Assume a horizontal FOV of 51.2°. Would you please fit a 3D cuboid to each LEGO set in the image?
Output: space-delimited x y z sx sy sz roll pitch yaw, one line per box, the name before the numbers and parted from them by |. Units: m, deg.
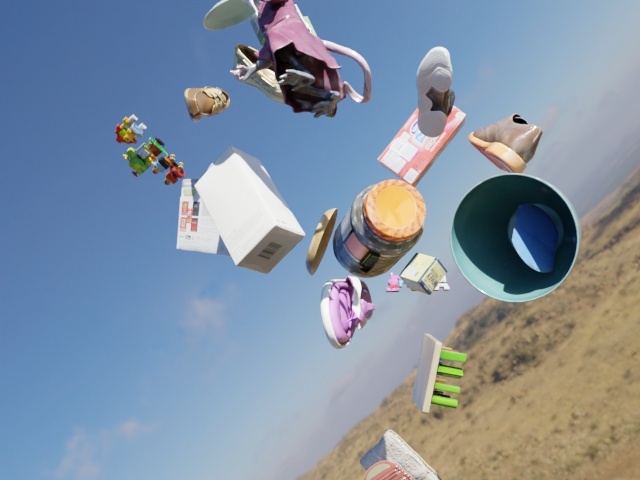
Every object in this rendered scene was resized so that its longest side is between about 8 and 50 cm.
LEGO set | 0.350 0.128 2.391 0.087 0.227 0.093 94 175 -70

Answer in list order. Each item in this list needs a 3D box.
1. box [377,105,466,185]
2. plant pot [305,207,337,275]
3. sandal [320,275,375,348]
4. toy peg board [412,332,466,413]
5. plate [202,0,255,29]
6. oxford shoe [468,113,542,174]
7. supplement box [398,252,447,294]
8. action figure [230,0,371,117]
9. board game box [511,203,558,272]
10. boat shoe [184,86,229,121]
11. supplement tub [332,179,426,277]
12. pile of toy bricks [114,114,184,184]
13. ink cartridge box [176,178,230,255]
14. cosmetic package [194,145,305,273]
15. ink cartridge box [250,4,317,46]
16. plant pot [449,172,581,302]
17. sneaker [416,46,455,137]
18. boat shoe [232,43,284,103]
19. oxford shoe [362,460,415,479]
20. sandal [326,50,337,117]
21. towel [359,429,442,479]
box | 0.350 -0.343 2.303 0.300 0.154 0.142 -53 -10 6
plant pot | 0.000 0.000 2.190 0.236 0.032 0.236 21 -90 -83
sandal | 0.093 0.167 1.783 0.102 0.169 0.416 -18 3 17
toy peg board | 0.276 0.311 1.551 0.160 0.079 0.161 111 171 -89
plate | -0.265 -0.683 1.979 0.188 0.024 0.188 -24 -2 -1
oxford shoe | 0.499 -0.266 1.783 0.132 0.130 0.363 -50 14 11
supplement box | 0.267 0.086 1.735 0.083 0.056 0.083 -51 32 -15
action figure | -0.069 -0.463 1.464 0.276 0.370 0.248 -14 -32 -12
board game box | 0.490 -0.003 1.557 0.033 0.133 0.168 -33 32 53
boat shoe | -0.406 -0.509 2.424 0.120 0.122 0.324 -14 16 8
supplement tub | 0.164 -0.031 1.871 0.207 0.207 0.338 -43 -5 -21
pile of toy bricks | -0.462 -0.214 1.758 0.105 0.212 0.118 -38 26 12
ink cartridge box | -0.381 -0.087 2.455 0.130 0.309 0.271 2 -87 -47
cosmetic package | -0.230 -0.099 2.110 0.197 0.365 0.155 -44 -35 20
ink cartridge box | -0.106 -0.687 2.123 0.209 0.109 0.062 -14 -24 -26
plant pot | 0.477 -0.015 1.564 0.195 0.290 0.290 -11 -37 -55
sneaker | 0.343 -0.451 1.967 0.153 0.101 0.268 -58 -26 -51
boat shoe | -0.139 -0.484 1.956 0.104 0.285 0.089 -52 -20 -37
oxford shoe | 0.188 0.563 1.208 0.123 0.348 0.130 -33 -42 -2
sandal | 0.003 -0.456 1.894 0.060 0.219 0.090 -8 7 -13
towel | 0.290 0.830 2.369 0.187 0.282 0.049 -51 -11 20
